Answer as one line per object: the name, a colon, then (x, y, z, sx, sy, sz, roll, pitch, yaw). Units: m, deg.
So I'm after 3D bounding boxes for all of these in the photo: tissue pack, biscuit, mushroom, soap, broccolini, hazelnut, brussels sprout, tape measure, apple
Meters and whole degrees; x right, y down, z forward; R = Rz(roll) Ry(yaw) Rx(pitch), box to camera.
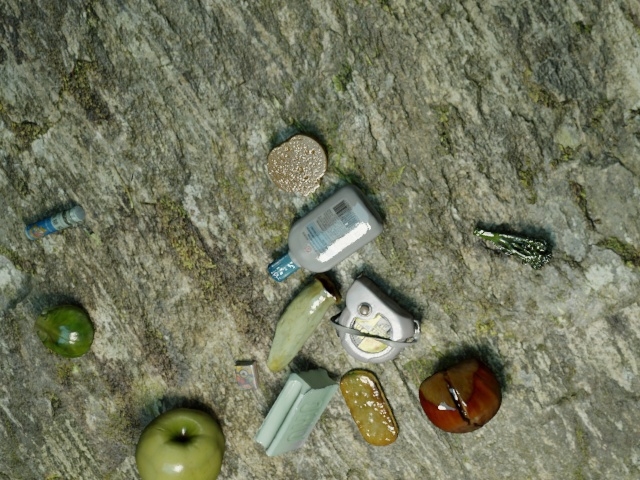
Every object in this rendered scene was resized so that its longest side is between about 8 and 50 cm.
tissue pack: (-0.219, 0.404, 1.934, 0.063, 0.035, 0.083, -5, 105, 14)
biscuit: (-0.055, -0.200, 1.732, 0.171, 0.050, 0.170, 3, 111, 8)
mushroom: (-0.062, 0.231, 1.825, 0.107, 0.087, 0.333, 47, 116, 22)
soap: (-0.065, 0.488, 1.852, 0.094, 0.150, 0.261, 41, 113, 30)
biscuit: (0.141, 0.485, 1.873, 0.119, 0.029, 0.247, -20, 99, 24)
broccolini: (0.494, 0.002, 1.655, 0.203, 0.068, 0.091, 30, 138, 14)
hazelnut: (0.376, 0.421, 1.722, 0.212, 0.181, 0.180, -27, 76, 8)
brussels sprout: (-0.776, 0.272, 1.981, 0.181, 0.143, 0.161, 35, 145, -10)
tape measure: (0.141, 0.233, 1.757, 0.236, 0.120, 0.197, 40, 104, 6)
apple: (-0.408, 0.636, 1.922, 0.280, 0.279, 0.278, 3, 105, 13)

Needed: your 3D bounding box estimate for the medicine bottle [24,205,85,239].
medicine bottle: (-0.797, -0.052, 1.945, 0.191, 0.051, 0.051, -20, 99, 16)

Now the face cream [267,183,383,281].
face cream: (0.000, 0.000, 1.751, 0.337, 0.080, 0.163, -37, 90, 19)
